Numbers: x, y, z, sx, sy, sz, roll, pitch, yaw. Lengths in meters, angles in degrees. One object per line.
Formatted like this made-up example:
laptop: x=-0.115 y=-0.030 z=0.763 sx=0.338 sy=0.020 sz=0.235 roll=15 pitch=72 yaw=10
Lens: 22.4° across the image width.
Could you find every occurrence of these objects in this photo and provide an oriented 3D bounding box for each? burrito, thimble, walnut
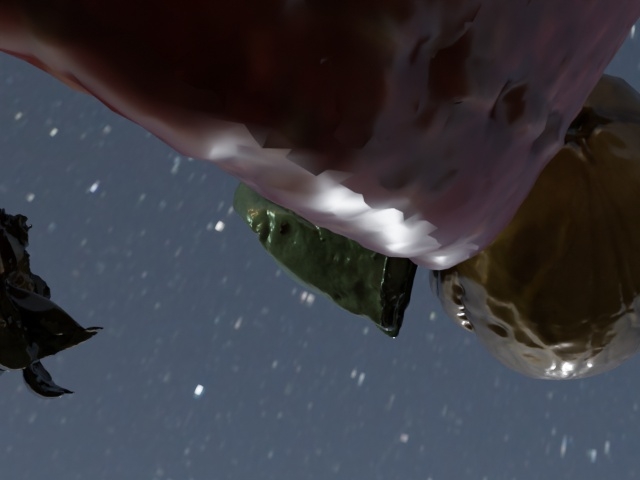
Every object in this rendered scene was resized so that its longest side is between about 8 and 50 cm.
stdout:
burrito: x=0.001 y=-0.003 z=0.849 sx=0.118 sy=0.044 sz=0.074 roll=26 pitch=-68 yaw=29
thimble: x=-0.036 y=-0.153 z=0.534 sx=0.350 sy=0.350 sz=0.230 roll=31 pitch=-87 yaw=-4
walnut: x=0.122 y=-0.001 z=0.839 sx=0.144 sy=0.144 sz=0.180 roll=18 pitch=-26 yaw=4

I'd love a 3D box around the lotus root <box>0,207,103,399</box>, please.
lotus root: x=-0.216 y=0.030 z=0.648 sx=0.278 sy=0.154 sz=0.154 roll=-7 pitch=-62 yaw=5
